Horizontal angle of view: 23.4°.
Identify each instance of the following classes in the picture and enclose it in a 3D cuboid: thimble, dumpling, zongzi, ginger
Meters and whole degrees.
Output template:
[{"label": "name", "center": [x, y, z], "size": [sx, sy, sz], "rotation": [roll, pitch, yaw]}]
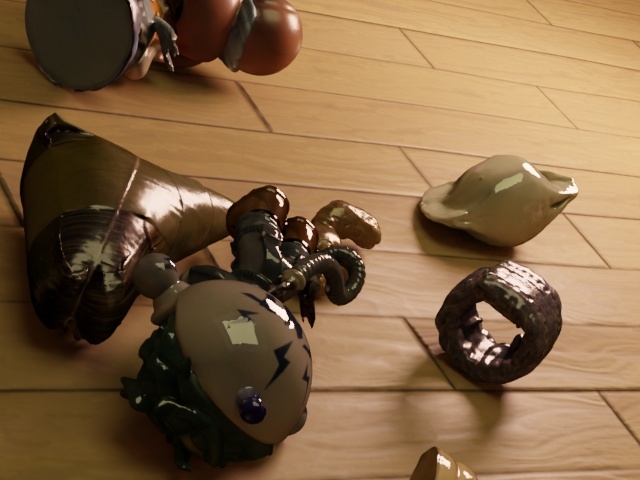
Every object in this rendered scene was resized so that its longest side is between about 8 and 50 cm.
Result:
[{"label": "thimble", "center": [0.228, 0.105, 1.973], "size": [0.150, 0.150, 0.098], "rotation": [35, 30, 15]}, {"label": "dumpling", "center": [0.251, -0.063, 2.324], "size": [0.252, 0.131, 0.179], "rotation": [-20, 29, -27]}, {"label": "zongzi", "center": [-0.185, 0.014, 1.774], "size": [0.317, 0.154, 0.289], "rotation": [13, 37, -25]}, {"label": "ginger", "center": [0.007, 0.012, 2.036], "size": [0.258, 0.065, 0.149], "rotation": [-2, 52, -51]}]

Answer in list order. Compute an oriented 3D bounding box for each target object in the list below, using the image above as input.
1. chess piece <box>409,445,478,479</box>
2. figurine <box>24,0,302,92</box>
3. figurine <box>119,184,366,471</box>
[{"label": "chess piece", "center": [0.228, 0.344, 1.626], "size": [0.307, 0.124, 0.139], "rotation": [28, -4, -5]}, {"label": "figurine", "center": [-0.220, -0.352, 2.261], "size": [0.248, 0.277, 0.388], "rotation": [-10, 7, 30]}, {"label": "figurine", "center": [-0.095, 0.092, 1.678], "size": [0.261, 0.186, 0.382], "rotation": [35, 31, -14]}]
